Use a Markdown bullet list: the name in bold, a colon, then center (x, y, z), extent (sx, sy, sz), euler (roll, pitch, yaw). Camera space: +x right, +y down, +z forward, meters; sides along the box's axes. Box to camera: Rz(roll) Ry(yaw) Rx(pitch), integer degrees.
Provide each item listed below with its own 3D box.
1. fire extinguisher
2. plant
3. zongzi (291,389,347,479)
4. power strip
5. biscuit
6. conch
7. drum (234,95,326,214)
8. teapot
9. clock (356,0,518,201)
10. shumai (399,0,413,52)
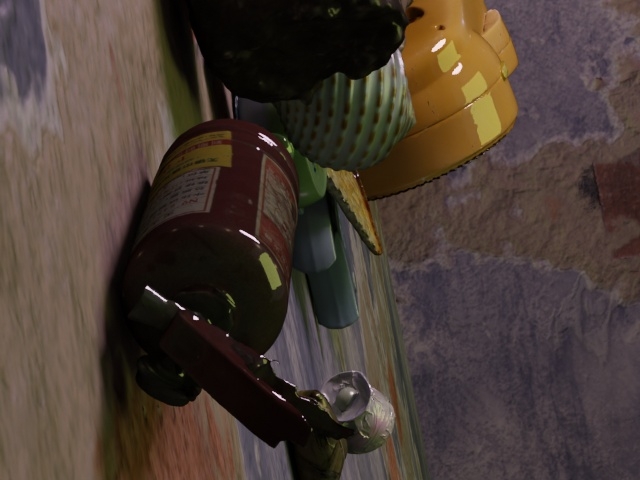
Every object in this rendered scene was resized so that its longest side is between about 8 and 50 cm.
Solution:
- **fire extinguisher**: center (-0.033, 0.016, 0.807), extent (0.252, 0.106, 0.075), euler (-89, -172, -71)
- **plant**: center (-0.031, -0.230, 1.155), extent (0.146, 0.149, 0.274), euler (72, 6, -64)
- **zongzi**: center (-0.008, 0.159, 1.313), extent (0.076, 0.040, 0.083), euler (65, 31, -47)
- **power strip**: center (0.000, 0.000, 1.680), extent (0.216, 0.044, 0.137), euler (66, 14, -71)
- **biscuit**: center (-0.001, -0.086, 1.599), extent (0.203, 0.016, 0.144), euler (55, 13, -39)
- **conch**: center (0.001, -0.120, 1.275), extent (0.153, 0.102, 0.135), euler (44, 8, -24)
- **drum**: center (-0.033, -0.045, 1.338), extent (0.253, 0.049, 0.130), euler (-83, 162, -58)
- **teapot**: center (0.026, 0.158, 1.596), extent (0.083, 0.064, 0.064), euler (-64, 151, -22)
- **clock**: center (0.081, -0.165, 1.914), extent (0.200, 0.244, 0.317), euler (61, 15, -20)
- **shumai**: center (-0.012, -0.273, 1.711), extent (0.283, 0.217, 0.346), euler (-70, 157, -13)
